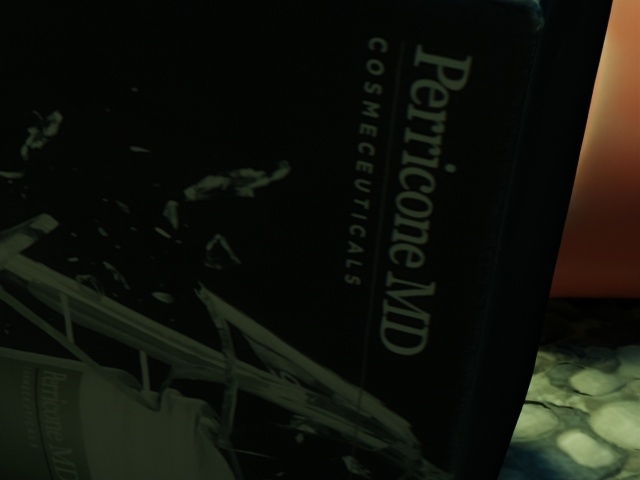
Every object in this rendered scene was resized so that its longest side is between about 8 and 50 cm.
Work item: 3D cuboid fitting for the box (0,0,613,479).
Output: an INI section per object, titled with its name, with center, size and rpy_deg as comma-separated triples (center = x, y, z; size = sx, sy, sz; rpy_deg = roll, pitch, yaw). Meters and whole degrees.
[box]
center = -0.110, -0.059, 0.833
size = 0.471, 0.480, 0.297
rpy_deg = 15, 44, 12

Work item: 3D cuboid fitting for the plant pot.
[plant pot]
center = 0.255, -0.073, 1.194
size = 0.243, 0.275, 0.275
rpy_deg = 11, 31, -15
